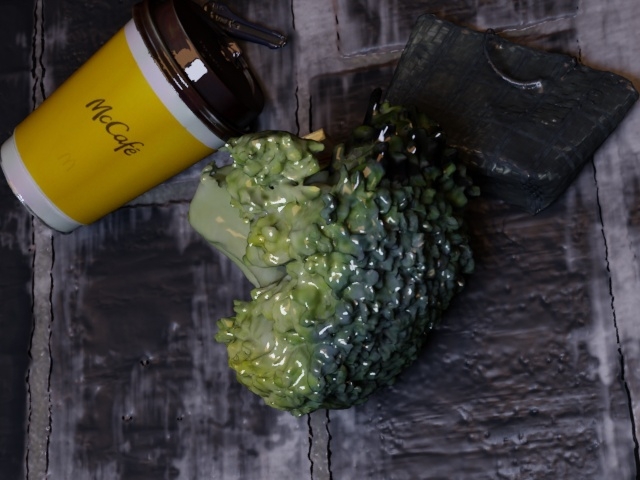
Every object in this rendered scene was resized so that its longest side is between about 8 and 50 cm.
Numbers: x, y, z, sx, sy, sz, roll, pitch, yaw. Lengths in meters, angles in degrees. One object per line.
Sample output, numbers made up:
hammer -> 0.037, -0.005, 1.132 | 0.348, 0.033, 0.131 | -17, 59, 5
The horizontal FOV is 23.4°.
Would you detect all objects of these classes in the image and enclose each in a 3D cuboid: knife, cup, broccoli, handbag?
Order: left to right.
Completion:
cup -> -0.214, -0.136, 1.727 | 0.280, 0.196, 0.196 | -34, 66, 13
knife -> -0.089, -0.250, 1.808 | 0.121, 0.018, 0.031 | 23, 83, 21
broccoli -> 0.000, 0.006, 1.573 | 0.281, 0.293, 0.347 | 30, 122, 20
handbag -> 0.187, -0.143, 1.656 | 0.270, 0.088, 0.175 | 24, 73, 23

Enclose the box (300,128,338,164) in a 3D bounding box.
box -> -0.011, -0.095, 1.690 | 0.058, 0.093, 0.015 | -23, 74, 10
